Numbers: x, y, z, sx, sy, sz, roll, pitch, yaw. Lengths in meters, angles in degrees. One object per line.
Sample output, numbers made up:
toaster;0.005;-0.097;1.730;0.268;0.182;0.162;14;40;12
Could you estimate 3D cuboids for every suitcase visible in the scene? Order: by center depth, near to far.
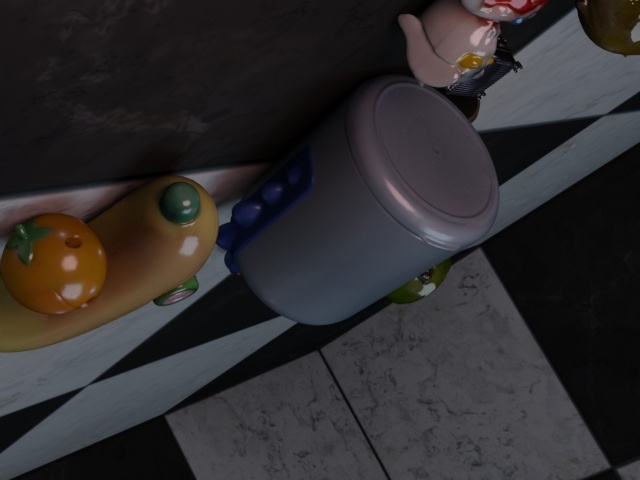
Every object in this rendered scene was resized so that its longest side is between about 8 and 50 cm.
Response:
suitcase;0.196;-0.226;1.152;0.086;0.059;0.126;-37;167;29

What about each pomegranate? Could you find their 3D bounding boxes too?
pomegranate;0.211;0.029;2.190;0.190;0.159;0.240;-26;-159;36

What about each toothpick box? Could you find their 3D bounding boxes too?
toothpick box;0.022;-0.033;1.178;0.263;0.263;0.355;-18;166;-46

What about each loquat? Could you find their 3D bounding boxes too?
loquat;0.395;-0.303;1.082;0.195;0.152;0.152;-18;167;-15

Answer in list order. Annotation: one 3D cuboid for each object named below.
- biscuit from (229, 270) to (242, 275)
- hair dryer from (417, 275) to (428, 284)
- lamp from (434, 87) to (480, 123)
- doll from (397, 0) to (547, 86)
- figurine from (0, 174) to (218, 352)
biscuit;0.000;0.000;1.495;0.318;0.040;0.318;-16;-176;1
hair dryer;0.184;0.034;2.045;0.100;0.198;0.057;-34;-156;31
lamp;0.183;-0.148;1.352;0.121;0.121;0.214;-27;157;-12
doll;0.208;-0.280;0.863;0.188;0.099;0.384;-19;162;-45
figurine;-0.263;0.031;1.001;0.325;0.124;0.222;-26;170;2
